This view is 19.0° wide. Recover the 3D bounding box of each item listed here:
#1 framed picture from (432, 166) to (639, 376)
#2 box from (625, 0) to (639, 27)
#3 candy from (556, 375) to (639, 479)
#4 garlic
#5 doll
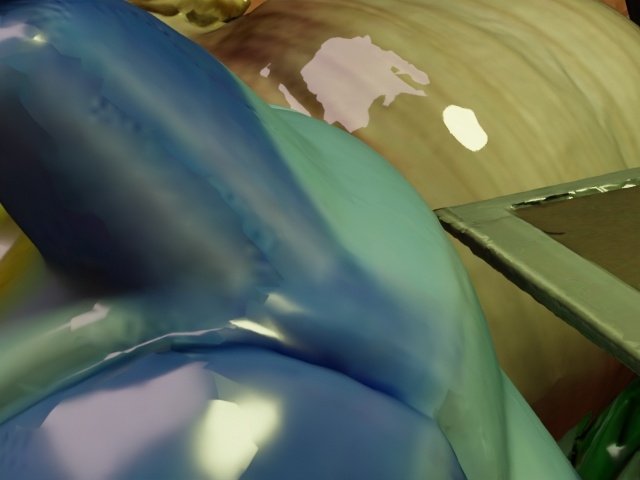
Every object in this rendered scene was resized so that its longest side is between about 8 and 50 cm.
[{"bbox_3d":[0.192,-0.010,0.436,0.293,0.018,0.231,-11,13,-8],"label":"framed picture"},{"bbox_3d":[0.306,-0.128,0.671,0.350,0.091,0.359,-15,6,-7],"label":"box"},{"bbox_3d":[0.202,0.017,0.483,0.323,0.097,0.097,-24,4,-19],"label":"candy"},{"bbox_3d":[0.010,0.013,0.736,0.322,0.241,0.322,-16,26,8],"label":"garlic"},{"bbox_3d":[-0.064,0.084,0.425,0.187,0.376,0.365,21,-29,-35],"label":"doll"}]
